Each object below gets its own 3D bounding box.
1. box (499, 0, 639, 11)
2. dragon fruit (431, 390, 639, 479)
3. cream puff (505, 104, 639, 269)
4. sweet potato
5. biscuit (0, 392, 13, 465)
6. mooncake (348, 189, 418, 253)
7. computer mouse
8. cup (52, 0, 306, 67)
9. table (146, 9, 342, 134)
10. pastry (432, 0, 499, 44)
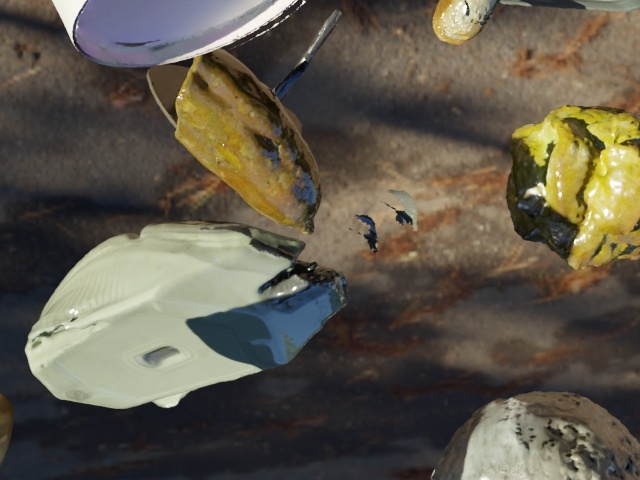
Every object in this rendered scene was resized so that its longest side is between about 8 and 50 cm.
[{"bbox_3d":[0.424,-0.602,1.920,0.396,0.396,0.111,14,-179,41],"label":"box"},{"bbox_3d":[0.258,0.292,1.394,0.283,0.204,0.221,-15,164,22],"label":"dragon fruit"},{"bbox_3d":[0.345,-0.066,1.414,0.244,0.196,0.244,7,128,9],"label":"cream puff"},{"bbox_3d":[-0.097,-0.143,1.746,0.158,0.158,0.369,-27,121,32],"label":"sweet potato"},{"bbox_3d":[-0.384,0.265,0.959,0.062,0.237,0.291,26,-163,16],"label":"biscuit"},{"bbox_3d":[-0.002,0.013,1.332,0.347,0.057,0.150,-10,153,44],"label":"mooncake"},{"bbox_3d":[-0.166,0.071,1.279,0.429,0.145,0.228,-22,138,32],"label":"computer mouse"},{"bbox_3d":[-0.130,-0.286,0.796,0.253,0.274,0.253,-23,168,-5],"label":"cup"},{"bbox_3d":[-0.127,-0.312,1.974,0.317,0.317,0.249,12,129,-31],"label":"table"},{"bbox_3d":[0.238,-0.386,1.789,0.081,0.153,0.153,28,140,-20],"label":"pastry"}]
